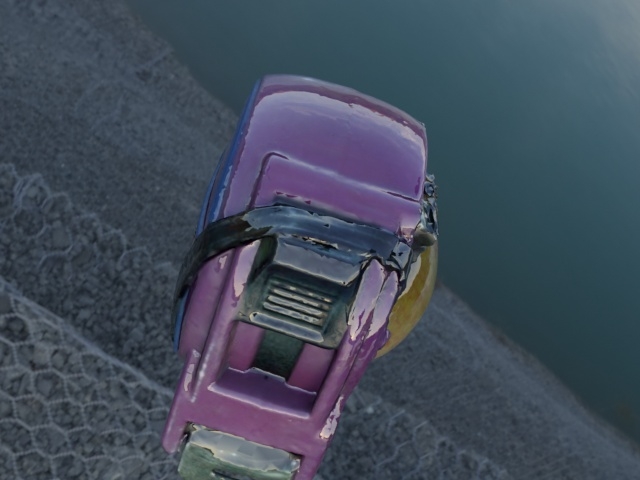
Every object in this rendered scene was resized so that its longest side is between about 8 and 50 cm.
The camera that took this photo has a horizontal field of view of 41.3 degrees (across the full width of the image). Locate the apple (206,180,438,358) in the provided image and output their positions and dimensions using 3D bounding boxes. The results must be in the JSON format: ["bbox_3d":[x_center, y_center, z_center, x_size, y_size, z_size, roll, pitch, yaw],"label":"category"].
[{"bbox_3d":[0.000,0.000,0.888,0.257,0.234,0.256,-2,63,4],"label":"apple"}]

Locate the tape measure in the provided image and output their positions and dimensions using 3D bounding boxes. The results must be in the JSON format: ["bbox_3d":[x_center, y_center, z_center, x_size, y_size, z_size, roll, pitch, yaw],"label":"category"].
[{"bbox_3d":[-0.014,0.016,0.582,0.149,0.245,0.231,18,38,-4],"label":"tape measure"}]
